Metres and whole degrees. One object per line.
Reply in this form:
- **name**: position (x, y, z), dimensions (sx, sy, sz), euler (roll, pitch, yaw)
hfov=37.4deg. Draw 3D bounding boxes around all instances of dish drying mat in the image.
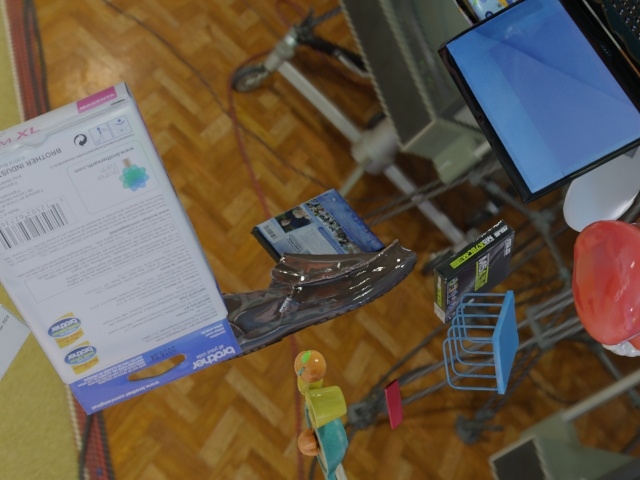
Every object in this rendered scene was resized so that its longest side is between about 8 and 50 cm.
- **dish drying mat**: position (0.120, 0.267, 1.547), dimensions (0.032, 0.008, 0.083), euler (-32, 123, -35)

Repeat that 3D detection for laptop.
- **laptop**: position (0.247, -0.212, 0.891), dimensions (0.136, 0.264, 0.234), euler (-7, 53, -20)

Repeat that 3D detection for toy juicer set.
- **toy juicer set**: position (-0.011, 0.351, 1.802), dimensions (0.089, 0.329, 0.209), euler (-17, 40, -10)

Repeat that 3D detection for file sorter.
- **file sorter**: position (0.297, 0.183, 1.746), dimensions (0.170, 0.104, 0.118), euler (-53, 138, -56)

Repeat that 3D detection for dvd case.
- **dvd case**: position (0.000, 0.000, 1.965), dimensions (0.253, 0.022, 0.180), euler (-28, 72, -42)

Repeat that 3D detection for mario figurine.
- **mario figurine**: position (0.398, 0.027, 0.993), dimensions (0.320, 0.170, 0.198), euler (-31, 121, -31)

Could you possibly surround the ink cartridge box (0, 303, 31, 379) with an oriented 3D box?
- **ink cartridge box**: position (-0.536, 0.148, 1.367), dimensions (0.140, 0.190, 0.082), euler (-63, 147, -23)

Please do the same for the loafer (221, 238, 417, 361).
- **loafer**: position (-0.025, 0.073, 1.504), dimensions (0.134, 0.366, 0.130), euler (25, 42, -83)

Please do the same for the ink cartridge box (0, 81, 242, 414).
- **ink cartridge box**: position (-0.214, 0.019, 0.936), dimensions (0.065, 0.186, 0.311), euler (-120, -172, -59)

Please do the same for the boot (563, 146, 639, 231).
- **boot**: position (0.465, -0.126, 1.456), dimensions (0.095, 0.258, 0.123), euler (36, 11, 10)

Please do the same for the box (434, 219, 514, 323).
- **box**: position (0.316, 0.068, 1.958), dimensions (0.184, 0.191, 0.045), euler (-32, 60, -14)

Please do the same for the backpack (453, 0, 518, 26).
- **backpack**: position (0.214, -0.300, 1.114), dimensions (0.158, 0.117, 0.173), euler (31, 33, -53)

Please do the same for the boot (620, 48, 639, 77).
- **boot**: position (0.409, -0.291, 1.143), dimensions (0.220, 0.109, 0.283), euler (22, 47, -82)
